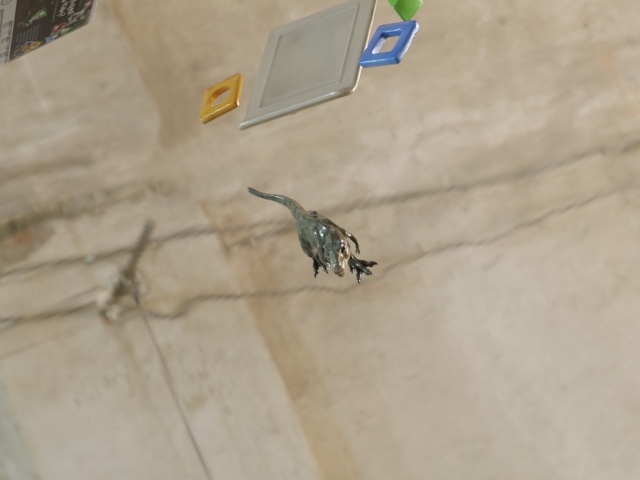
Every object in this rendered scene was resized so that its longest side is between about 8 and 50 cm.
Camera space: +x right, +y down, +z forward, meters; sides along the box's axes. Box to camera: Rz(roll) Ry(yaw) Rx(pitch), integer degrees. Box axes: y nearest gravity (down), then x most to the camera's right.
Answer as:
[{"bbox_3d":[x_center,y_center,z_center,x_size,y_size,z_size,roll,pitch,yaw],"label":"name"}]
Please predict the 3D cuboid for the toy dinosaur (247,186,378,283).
[{"bbox_3d":[0.000,0.000,1.705,0.064,0.268,0.118,-44,-59,-7],"label":"toy dinosaur"}]

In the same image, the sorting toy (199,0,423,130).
[{"bbox_3d":[-0.007,-0.222,1.704,0.347,0.196,0.047,-14,-46,36],"label":"sorting toy"}]

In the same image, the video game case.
[{"bbox_3d":[-0.267,-0.208,1.181,0.173,0.022,0.190,-31,-8,-24],"label":"video game case"}]
